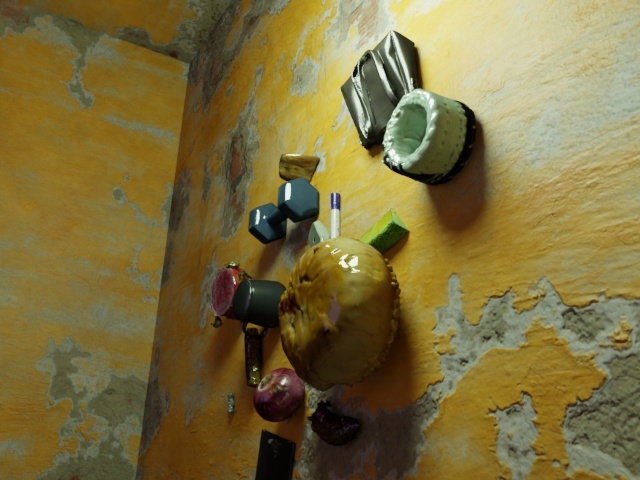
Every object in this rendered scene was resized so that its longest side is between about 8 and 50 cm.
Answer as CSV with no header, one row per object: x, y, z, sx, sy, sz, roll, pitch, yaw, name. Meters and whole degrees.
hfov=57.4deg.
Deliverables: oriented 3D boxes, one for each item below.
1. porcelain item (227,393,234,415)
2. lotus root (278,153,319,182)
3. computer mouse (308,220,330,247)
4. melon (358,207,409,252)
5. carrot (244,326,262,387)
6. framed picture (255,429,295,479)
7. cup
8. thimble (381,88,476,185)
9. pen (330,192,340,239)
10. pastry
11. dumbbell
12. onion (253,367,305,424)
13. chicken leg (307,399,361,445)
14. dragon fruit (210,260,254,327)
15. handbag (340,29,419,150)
-0.351,0.647,2.295,0.036,0.028,0.083,117,151,-57,porcelain item
-0.090,-0.254,2.125,0.159,0.135,0.096,137,137,-65,lotus root
0.000,0.000,1.909,0.182,0.056,0.089,-111,39,-57,computer mouse
0.149,-0.013,1.659,0.261,0.053,0.114,-37,40,49,melon
-0.250,0.435,2.165,0.069,0.068,0.229,-43,44,45,carrot
-0.161,0.805,1.908,0.244,0.013,0.324,-10,69,59,framed picture
-0.221,0.246,2.078,0.169,0.176,0.223,29,103,57,cup
0.265,-0.261,1.450,0.237,0.150,0.238,-35,48,51,thimble
0.046,-0.027,1.861,0.033,0.033,0.269,-29,54,53,pen
0.053,0.190,1.539,0.409,0.244,0.410,-39,44,51,pastry
-0.137,-0.102,2.103,0.324,0.160,0.144,-30,82,52,dumbbell
-0.127,0.487,1.843,0.177,0.153,0.177,-90,26,-57,onion
0.034,0.515,1.631,0.234,0.063,0.105,10,92,59,chicken leg
-0.347,0.221,2.368,0.211,0.147,0.282,24,103,51,dragon fruit
0.179,-0.436,1.726,0.285,0.113,0.257,-40,53,47,handbag
